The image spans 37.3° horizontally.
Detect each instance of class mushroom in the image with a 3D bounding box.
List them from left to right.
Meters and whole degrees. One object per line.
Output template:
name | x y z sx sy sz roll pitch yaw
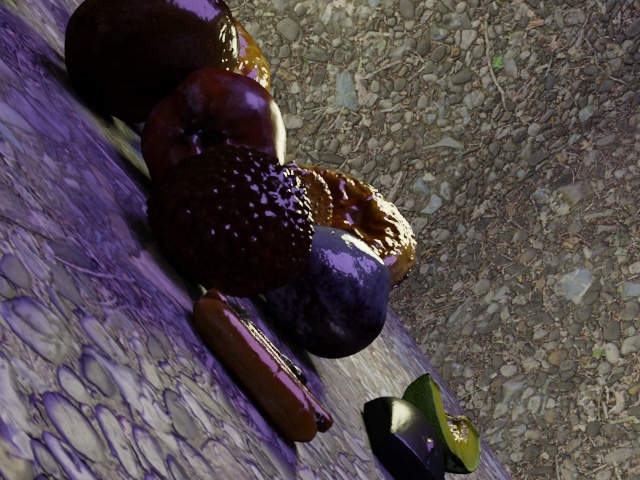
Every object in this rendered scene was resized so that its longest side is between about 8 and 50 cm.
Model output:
mushroom | -0.307 -0.345 1.759 0.345 0.345 0.239 -71 142 -85

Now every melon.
melon | 0.256 0.443 2.123 0.265 0.129 0.169 51 25 -35

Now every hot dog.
hot dog | -0.079 0.167 1.281 0.249 0.068 0.100 50 5 1

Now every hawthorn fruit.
hawthorn fruit | -0.179 -0.162 1.682 0.284 0.284 0.284 50 4 -5

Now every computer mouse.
computer mouse | 0.170 0.381 1.817 0.170 0.100 0.269 47 5 -11

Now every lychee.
lychee | -0.134 -0.031 1.428 0.271 0.236 0.236 16 27 -40

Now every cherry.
cherry | 0.016 0.094 1.807 0.296 0.218 0.255 39 40 -37

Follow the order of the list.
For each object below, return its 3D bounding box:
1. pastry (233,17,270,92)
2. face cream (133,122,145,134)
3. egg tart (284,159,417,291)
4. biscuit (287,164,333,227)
pastry | -0.283 -0.397 2.361 0.388 0.313 0.388 51 8 -10
face cream | -0.409 -0.338 2.076 0.348 0.081 0.173 54 6 39
egg tart | 0.000 0.000 2.150 0.443 0.178 0.443 12 38 -10
biscuit | -0.068 -0.028 1.876 0.035 0.254 0.254 22 -18 45
